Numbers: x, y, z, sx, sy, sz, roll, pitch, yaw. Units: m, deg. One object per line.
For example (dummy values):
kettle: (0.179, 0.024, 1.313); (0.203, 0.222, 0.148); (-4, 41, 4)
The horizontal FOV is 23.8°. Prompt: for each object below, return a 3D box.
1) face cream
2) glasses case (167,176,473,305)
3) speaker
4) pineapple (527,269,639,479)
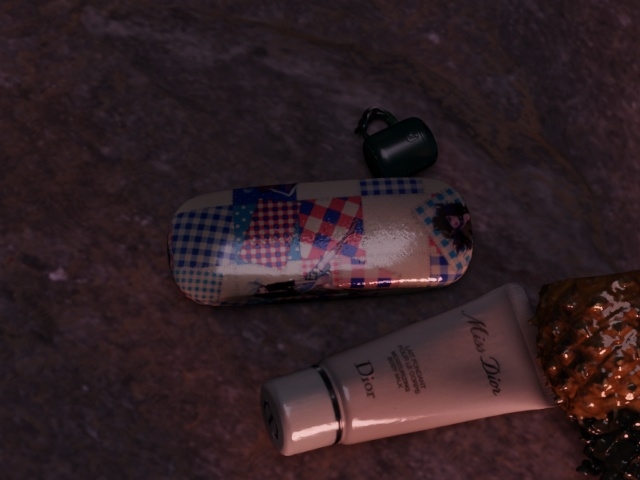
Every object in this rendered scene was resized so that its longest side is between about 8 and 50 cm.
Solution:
face cream: (0.094, 0.146, 1.582); (0.314, 0.089, 0.143); (-14, 72, -19)
glasses case: (0.000, 0.000, 1.625); (0.328, 0.076, 0.125); (-4, 69, -5)
speaker: (0.081, -0.107, 1.687); (0.075, 0.060, 0.094); (-24, 37, -11)
pineapple: (0.310, 0.172, 1.551); (0.158, 0.158, 0.278); (-8, 80, -6)
